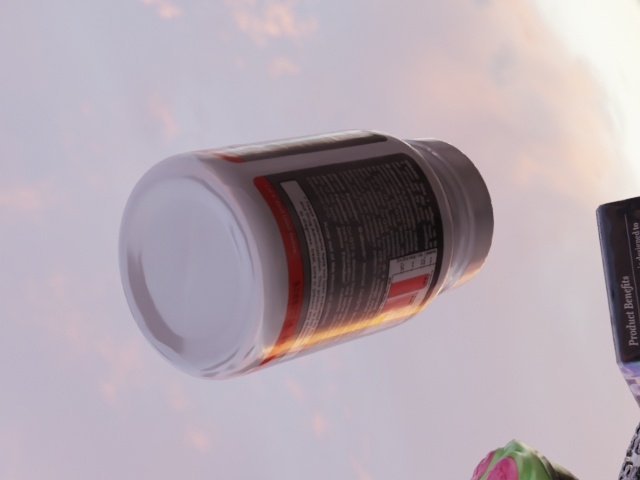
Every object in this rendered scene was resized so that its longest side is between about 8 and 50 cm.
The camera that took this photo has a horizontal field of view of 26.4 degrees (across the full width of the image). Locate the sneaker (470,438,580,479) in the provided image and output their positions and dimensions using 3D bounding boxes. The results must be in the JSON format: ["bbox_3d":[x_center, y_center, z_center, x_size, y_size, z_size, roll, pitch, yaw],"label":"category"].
[{"bbox_3d":[0.200,0.270,0.746,0.202,0.185,0.483,19,-167,-25],"label":"sneaker"}]

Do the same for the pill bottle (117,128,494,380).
[{"bbox_3d":[0.000,0.000,1.339,0.363,0.210,0.210,-12,-98,-47],"label":"pill bottle"}]

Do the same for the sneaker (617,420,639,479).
[{"bbox_3d":[0.377,0.184,1.099,0.182,0.158,0.410,29,173,-7],"label":"sneaker"}]

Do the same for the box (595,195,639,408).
[{"bbox_3d":[0.538,0.076,1.501,0.293,0.395,0.212,52,-148,-49],"label":"box"}]
